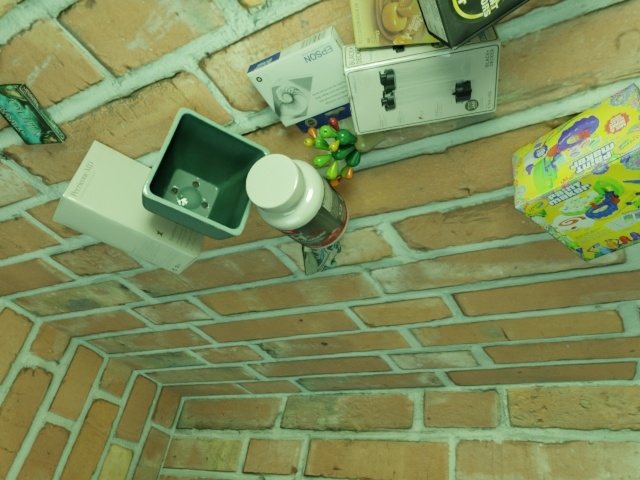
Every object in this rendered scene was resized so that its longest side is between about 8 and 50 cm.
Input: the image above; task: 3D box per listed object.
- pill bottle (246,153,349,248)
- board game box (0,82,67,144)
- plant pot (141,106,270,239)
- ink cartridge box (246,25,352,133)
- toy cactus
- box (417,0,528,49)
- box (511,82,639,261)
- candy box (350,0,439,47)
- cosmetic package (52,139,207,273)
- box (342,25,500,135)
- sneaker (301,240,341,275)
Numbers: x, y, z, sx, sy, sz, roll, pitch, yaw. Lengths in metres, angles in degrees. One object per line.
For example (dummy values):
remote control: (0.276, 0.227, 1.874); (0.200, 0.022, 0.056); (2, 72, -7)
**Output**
pill bottle: (-0.055, -0.096, 1.283); (0.176, 0.176, 0.318); (-4, 164, 20)
board game box: (-0.783, -0.332, 1.360); (0.126, 0.026, 0.186); (0, 144, 15)
plant pot: (-0.316, -0.143, 1.332); (0.247, 0.247, 0.252); (25, 159, -20)
ink cartridge box: (-0.012, -0.331, 1.136); (0.223, 0.045, 0.224); (-14, 139, 31)
toy cactus: (0.065, -0.225, 1.232); (0.180, 0.112, 0.219); (-23, 142, 6)
box: (0.234, -0.507, 0.664); (0.318, 0.097, 0.395); (-33, 134, 4)
box: (0.633, -0.131, 1.131); (0.279, 0.177, 0.290); (30, 142, -26)
candy box: (0.133, -0.484, 0.842); (0.182, 0.088, 0.316); (0, 143, 12)
cosmetic package: (-0.526, -0.087, 1.478); (0.385, 0.217, 0.156); (27, 143, -26)
box: (0.196, -0.321, 1.018); (0.289, 0.087, 0.169); (-9, 142, 10)
sneaker: (0.000, 0.000, 1.579); (0.122, 0.110, 0.283); (-8, 147, -3)
